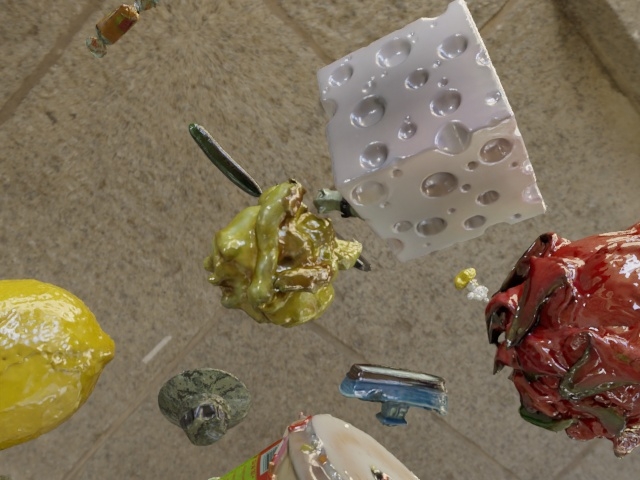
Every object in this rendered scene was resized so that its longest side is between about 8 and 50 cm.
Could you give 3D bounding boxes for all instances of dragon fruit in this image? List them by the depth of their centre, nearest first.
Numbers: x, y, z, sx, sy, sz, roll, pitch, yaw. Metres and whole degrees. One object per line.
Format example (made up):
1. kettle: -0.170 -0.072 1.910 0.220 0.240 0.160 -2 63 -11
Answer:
1. dragon fruit: 0.301 0.067 0.578 0.234 0.234 0.292 27 89 -20

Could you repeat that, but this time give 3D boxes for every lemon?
1. lemon: -0.388 0.147 0.700 0.260 0.204 0.204 -10 112 -15

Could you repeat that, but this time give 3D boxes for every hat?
1. hat: -0.320 0.488 1.593 0.266 0.128 0.265 -5 122 -8

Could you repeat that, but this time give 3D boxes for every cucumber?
1. cucumber: -0.267 -0.219 1.610 0.056 0.056 0.284 -44 98 5

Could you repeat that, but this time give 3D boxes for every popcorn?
1. popcorn: -0.091 0.027 1.239 0.290 0.325 0.321 -32 149 14

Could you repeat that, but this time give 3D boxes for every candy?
1. candy: -0.405 -0.446 1.167 0.182 0.046 0.053 -36 128 11

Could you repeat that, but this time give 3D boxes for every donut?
1. donut: 0.071 0.434 0.885 0.383 0.382 0.142 40 93 -22

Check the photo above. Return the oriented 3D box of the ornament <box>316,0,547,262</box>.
1. ornament: 0.162 -0.150 0.855 0.240 0.239 0.240 -21 144 20

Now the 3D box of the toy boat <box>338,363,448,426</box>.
1. toy boat: 0.087 0.177 0.649 0.137 0.060 0.060 11 92 -23

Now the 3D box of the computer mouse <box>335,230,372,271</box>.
1. computer mouse: 0.001 -0.005 1.443 0.296 0.168 0.087 23 89 3

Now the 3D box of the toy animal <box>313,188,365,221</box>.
1. toy animal: 0.092 -0.076 1.200 0.225 0.121 0.093 14 101 19

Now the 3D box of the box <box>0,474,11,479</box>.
1. box: -0.461 0.480 0.791 0.178 0.138 0.274 40 92 -25

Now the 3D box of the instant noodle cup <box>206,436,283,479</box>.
1. instant noodle cup: -0.070 0.549 1.169 0.308 0.293 0.294 -42 113 16

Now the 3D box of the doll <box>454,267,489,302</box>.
1. doll: 0.435 0.141 1.655 0.113 0.135 0.071 38 117 1
